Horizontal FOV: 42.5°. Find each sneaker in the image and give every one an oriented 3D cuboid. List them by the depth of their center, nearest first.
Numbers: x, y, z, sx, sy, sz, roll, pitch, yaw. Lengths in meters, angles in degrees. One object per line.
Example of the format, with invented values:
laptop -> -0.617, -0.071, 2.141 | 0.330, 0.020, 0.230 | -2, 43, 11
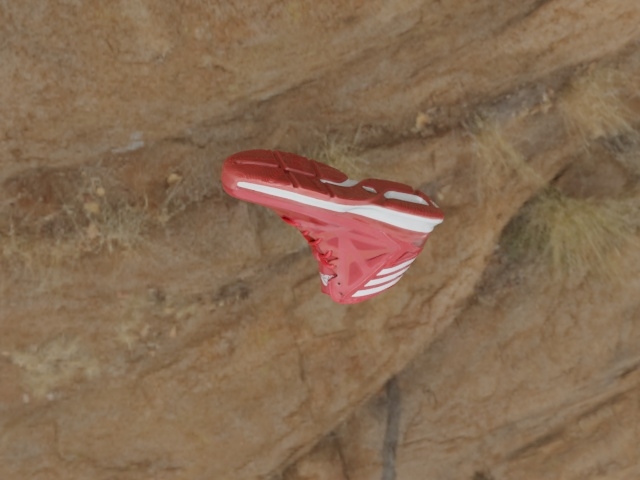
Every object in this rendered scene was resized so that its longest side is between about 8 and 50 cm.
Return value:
sneaker -> 0.000, 0.000, 0.764 | 0.221, 0.087, 0.128 | 13, 115, -22
